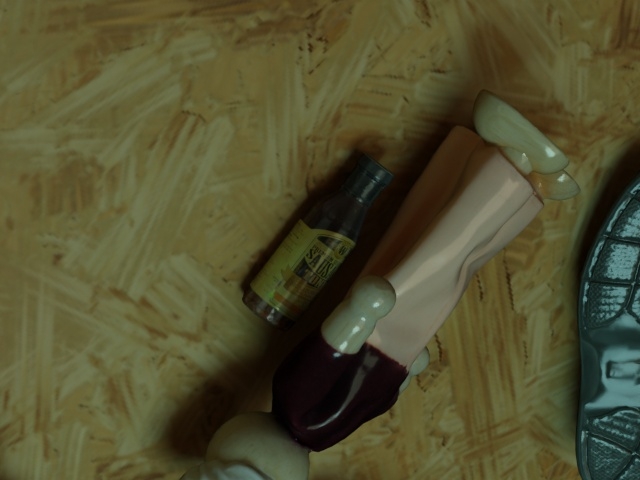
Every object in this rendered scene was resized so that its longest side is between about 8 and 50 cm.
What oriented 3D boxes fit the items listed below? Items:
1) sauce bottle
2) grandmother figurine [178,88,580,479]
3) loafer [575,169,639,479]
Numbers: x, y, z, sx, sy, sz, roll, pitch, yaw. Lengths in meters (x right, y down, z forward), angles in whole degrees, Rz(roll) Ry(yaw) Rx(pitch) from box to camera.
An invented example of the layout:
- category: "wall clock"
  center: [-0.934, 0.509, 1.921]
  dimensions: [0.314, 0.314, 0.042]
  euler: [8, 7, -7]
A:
- category: "sauce bottle"
  center: [0.000, 0.000, 1.280]
  dimensions: [0.042, 0.042, 0.128]
  euler: [31, 98, -37]
- category: "grandmother figurine"
  center: [0.031, 0.067, 1.284]
  dimensions: [0.342, 0.104, 0.208]
  euler: [-49, 151, -3]
- category: "loafer"
  center: [0.232, 0.058, 1.436]
  dimensions: [0.096, 0.084, 0.267]
  euler: [8, 110, 1]
